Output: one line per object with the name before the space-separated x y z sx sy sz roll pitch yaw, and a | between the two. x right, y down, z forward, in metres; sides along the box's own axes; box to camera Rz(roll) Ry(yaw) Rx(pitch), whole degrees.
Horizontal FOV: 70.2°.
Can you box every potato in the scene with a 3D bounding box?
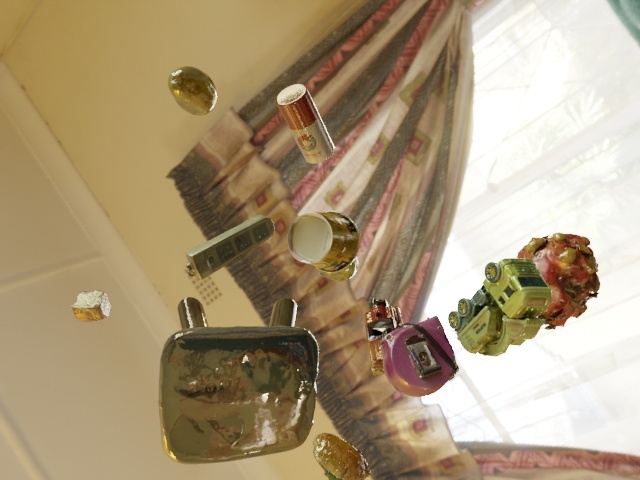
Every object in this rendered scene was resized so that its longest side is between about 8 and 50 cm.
potato | -0.434 -0.503 1.517 0.157 0.157 0.194 58 -167 7
potato | 0.044 0.074 1.711 0.248 0.143 0.169 20 145 59

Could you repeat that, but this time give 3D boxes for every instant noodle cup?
instant noodle cup | 0.000 0.000 1.044 0.122 0.151 0.151 5 -126 -61

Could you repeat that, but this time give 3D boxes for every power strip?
power strip | -0.242 0.011 1.263 0.286 0.048 0.080 -32 -55 -30

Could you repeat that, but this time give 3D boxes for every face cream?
face cream | -0.041 -0.328 1.296 0.214 0.096 0.096 59 -164 -45

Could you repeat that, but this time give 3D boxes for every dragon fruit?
dragon fruit | 0.703 0.106 1.393 0.269 0.291 0.250 -11 -143 -30

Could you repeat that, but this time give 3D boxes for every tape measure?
tape measure | 0.160 0.191 0.753 0.118 0.074 0.125 -16 -120 -17

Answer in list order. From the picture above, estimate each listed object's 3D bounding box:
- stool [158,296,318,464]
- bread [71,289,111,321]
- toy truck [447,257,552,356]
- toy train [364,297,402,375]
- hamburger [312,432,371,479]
stool | -0.178 0.282 0.987 0.310 0.310 0.226 2 -161 -14
bread | -0.636 0.187 1.267 0.076 0.083 0.070 -102 9 -53
toy truck | 0.305 0.128 0.771 0.085 0.191 0.116 5 -139 -24
toy train | 0.259 0.384 1.825 0.369 0.163 0.231 -92 -17 -56
hamburger | 0.053 0.584 1.197 0.176 0.087 0.102 36 -171 8
